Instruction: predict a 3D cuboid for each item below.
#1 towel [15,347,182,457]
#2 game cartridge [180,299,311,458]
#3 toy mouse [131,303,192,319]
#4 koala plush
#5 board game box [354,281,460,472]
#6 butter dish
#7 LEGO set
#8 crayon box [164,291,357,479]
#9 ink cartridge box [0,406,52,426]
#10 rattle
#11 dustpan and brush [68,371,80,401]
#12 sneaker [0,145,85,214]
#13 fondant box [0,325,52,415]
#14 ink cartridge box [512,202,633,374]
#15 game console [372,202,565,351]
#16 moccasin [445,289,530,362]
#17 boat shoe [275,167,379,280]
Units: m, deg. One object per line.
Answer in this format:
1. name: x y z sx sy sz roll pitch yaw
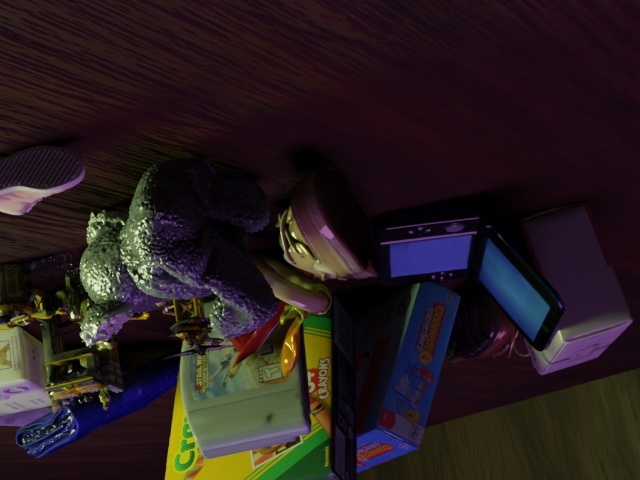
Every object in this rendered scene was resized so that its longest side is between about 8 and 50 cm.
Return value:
1. towel: -0.387 0.303 1.932 0.308 0.076 0.228 -24 177 -45
2. game cartridge: -0.120 0.197 1.629 0.198 0.297 0.062 -10 133 3
3. toy mouse: -0.244 0.091 1.616 0.143 0.031 0.161 -20 160 26
4. koala plush: -0.196 0.018 1.212 0.221 0.196 0.203 -21 148 29
5. board game box: 0.106 0.254 1.879 0.086 0.308 0.302 29 149 -14
6. butter dish: -0.104 0.085 1.568 0.160 0.118 0.160 -51 178 -30
7. LEGO set: -0.292 0.125 1.433 0.331 0.192 0.255 -11 162 -1
8. crayon box: -0.099 0.294 1.780 0.313 0.363 0.106 -18 134 19
9. ink cartridge box: -0.586 0.316 1.984 0.097 0.046 0.207 24 -178 33
10. rattle: -0.094 0.079 1.417 0.200 0.130 0.143 21 118 -37
11. dustpan and brush: -0.501 0.280 1.980 0.147 0.060 0.211 -15 162 9
12. sneaker: -0.304 -0.062 1.099 0.134 0.051 0.070 -10 164 8
13. fondant box: -0.624 0.243 1.743 0.330 0.096 0.238 -12 162 -2
14. ink cartridge box: 0.394 0.086 1.702 0.117 0.207 0.283 -17 163 -1
15. game console: 0.216 0.074 1.581 0.250 0.173 0.293 -7 160 2
16. moccasin: 0.332 0.174 2.036 0.147 0.139 0.380 -11 162 -3
17. boat shoe: 0.000 0.000 1.347 0.110 0.121 0.341 -13 164 8
